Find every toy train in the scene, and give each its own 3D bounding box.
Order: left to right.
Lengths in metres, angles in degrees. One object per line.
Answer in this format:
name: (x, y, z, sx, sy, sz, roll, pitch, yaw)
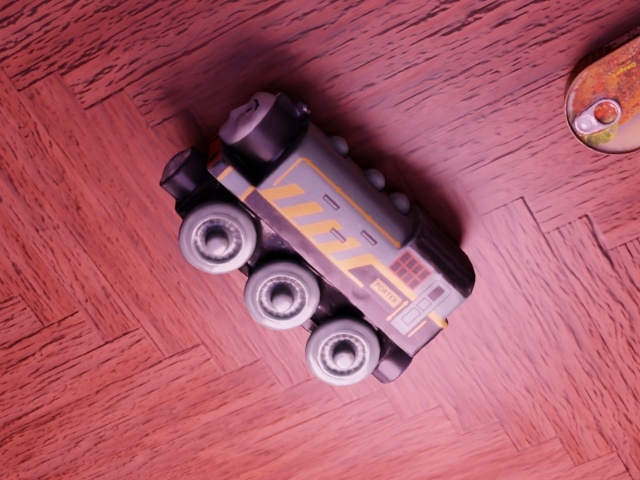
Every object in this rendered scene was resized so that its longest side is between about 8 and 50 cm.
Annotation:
toy train: (0.000, 0.000, 1.304, 0.190, 0.142, 0.334, -43, 106, 12)

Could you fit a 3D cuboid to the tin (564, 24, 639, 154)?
tin: (0.323, -0.156, 1.230, 0.189, 0.040, 0.106, -30, 109, 21)
